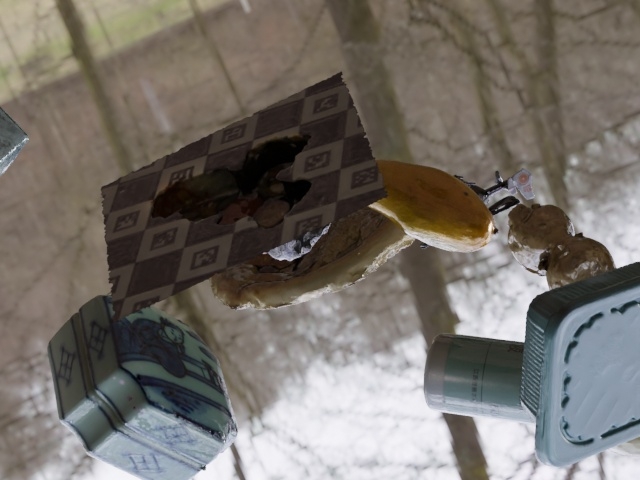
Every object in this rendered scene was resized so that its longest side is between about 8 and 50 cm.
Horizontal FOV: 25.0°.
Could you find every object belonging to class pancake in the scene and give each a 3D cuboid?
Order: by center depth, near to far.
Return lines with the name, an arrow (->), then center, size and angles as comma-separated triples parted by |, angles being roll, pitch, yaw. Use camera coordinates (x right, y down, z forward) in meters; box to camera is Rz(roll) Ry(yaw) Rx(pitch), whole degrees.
pancake -> 0.001, 0.002, 2.006 | 0.356, 0.065, 0.356 | -25, -161, 9

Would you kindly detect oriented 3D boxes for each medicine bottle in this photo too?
medicine bottle -> 0.319, 0.197, 1.931 | 0.352, 0.110, 0.110 | 6, -158, 20

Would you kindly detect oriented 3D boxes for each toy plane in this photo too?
toy plane -> 0.226, -0.060, 2.144 | 0.197, 0.078, 0.053 | -25, -159, -11

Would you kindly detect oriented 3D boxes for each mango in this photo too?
mango -> 0.120, -0.044, 1.691 | 0.190, 0.075, 0.098 | 23, -138, 13

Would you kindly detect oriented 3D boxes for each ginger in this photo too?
ginger -> 0.283, 0.039, 1.572 | 0.080, 0.104, 0.204 | -34, -129, -11

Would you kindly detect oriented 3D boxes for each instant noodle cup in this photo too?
instant noodle cup -> 0.239, 0.091, 1.200 | 0.179, 0.157, 0.070 | -15, -149, -25

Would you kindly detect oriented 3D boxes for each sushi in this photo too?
sushi -> -0.085, -0.034, 1.688 | 0.339, 0.068, 0.320 | -25, -148, 3

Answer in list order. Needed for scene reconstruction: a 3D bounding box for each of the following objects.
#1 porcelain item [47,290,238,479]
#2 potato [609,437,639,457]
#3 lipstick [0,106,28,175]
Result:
porcelain item -> -0.277, 0.232, 2.286 | 0.157, 0.281, 0.286 | -41, -141, 17
potato -> 0.404, 0.219, 2.090 | 0.111, 0.160, 0.271 | -27, -143, 3
lipstick -> -0.389, -0.161, 1.286 | 0.077, 0.290, 0.076 | -37, -167, 37
